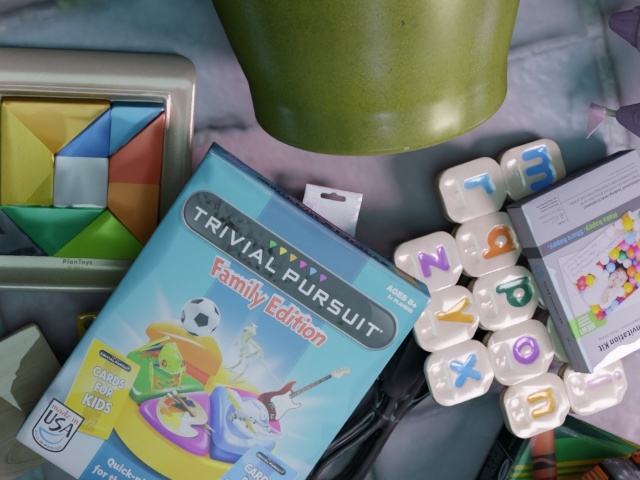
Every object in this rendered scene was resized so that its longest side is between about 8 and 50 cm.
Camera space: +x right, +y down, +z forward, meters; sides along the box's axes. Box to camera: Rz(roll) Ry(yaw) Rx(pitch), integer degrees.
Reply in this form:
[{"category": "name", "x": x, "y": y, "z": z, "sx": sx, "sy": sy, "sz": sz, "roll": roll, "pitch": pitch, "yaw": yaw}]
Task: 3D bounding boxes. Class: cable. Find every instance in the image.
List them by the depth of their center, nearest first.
[{"category": "cable", "x": 0.075, "y": 0.149, "z": 1.806, "sx": 0.139, "sy": 0.072, "sz": 0.287, "roll": 14, "pitch": 115, "yaw": -30}]

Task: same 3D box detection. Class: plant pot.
[{"category": "plant pot", "x": 0.038, "y": -0.278, "z": 1.545, "sx": 0.366, "sy": 0.366, "sz": 0.353, "roll": -11, "pitch": 118, "yaw": -6}]

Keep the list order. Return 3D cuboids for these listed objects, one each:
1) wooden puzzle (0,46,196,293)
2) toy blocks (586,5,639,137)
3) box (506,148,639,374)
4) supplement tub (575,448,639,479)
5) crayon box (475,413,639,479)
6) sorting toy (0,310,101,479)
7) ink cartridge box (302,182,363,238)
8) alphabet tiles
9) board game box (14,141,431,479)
[{"category": "wooden puzzle", "x": -0.235, "y": -0.064, "z": 1.688, "sx": 0.221, "sy": 0.044, "sz": 0.239, "roll": 2, "pitch": 104, "yaw": -9}, {"category": "toy blocks", "x": 0.389, "y": -0.199, "z": 1.646, "sx": 0.260, "sy": 0.309, "sz": 0.288, "roll": 17, "pitch": 112, "yaw": 25}, {"category": "box", "x": 0.287, "y": 0.021, "z": 1.756, "sx": 0.145, "sy": 0.038, "sz": 0.186, "roll": -25, "pitch": 98, "yaw": -18}, {"category": "supplement tub", "x": 0.276, "y": 0.298, "z": 1.746, "sx": 0.190, "sy": 0.117, "sz": 0.117, "roll": -36, "pitch": 107, "yaw": 1}, {"category": "crayon box", "x": 0.314, "y": 0.317, "z": 1.861, "sx": 0.318, "sy": 0.081, "sz": 0.202, "roll": 23, "pitch": 100, "yaw": -15}, {"category": "sorting toy", "x": -0.302, "y": 0.158, "z": 1.735, "sx": 0.274, "sy": 0.046, "sz": 0.132, "roll": -28, "pitch": 107, "yaw": -1}, {"category": "ink cartridge box", "x": 0.000, "y": 0.000, "z": 1.752, "sx": 0.063, "sy": 0.029, "sz": 0.115, "roll": 10, "pitch": 102, "yaw": -11}, {"category": "alphabet tiles", "x": 0.213, "y": 0.048, "z": 1.760, "sx": 0.278, "sy": 0.021, "sz": 0.284, "roll": -18, "pitch": 94, "yaw": -19}, {"category": "board game box", "x": -0.093, "y": 0.116, "z": 1.670, "sx": 0.254, "sy": 0.079, "sz": 0.336, "roll": 34, "pitch": 97, "yaw": -5}]
